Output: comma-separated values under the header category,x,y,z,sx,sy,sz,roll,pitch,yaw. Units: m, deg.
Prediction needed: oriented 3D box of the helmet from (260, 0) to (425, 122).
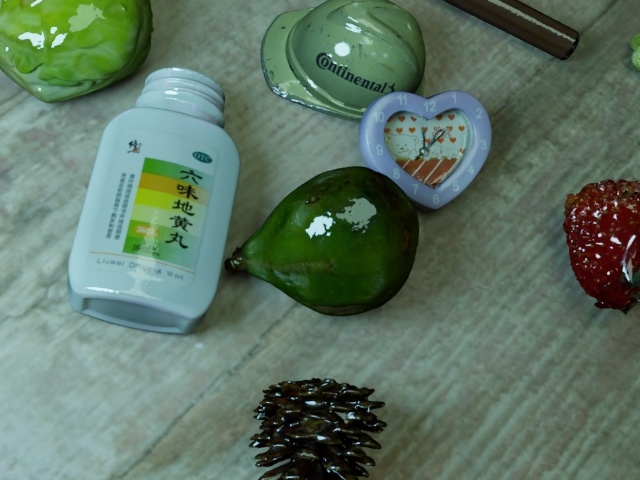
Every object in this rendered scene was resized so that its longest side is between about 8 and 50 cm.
category,x,y,z,sx,sy,sz,roll,pitch,yaw
helmet,0.052,-0.289,1.234,0.258,0.137,0.204,8,66,-13

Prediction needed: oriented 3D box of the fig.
category,x,y,z,sx,sy,sz,roll,pitch,yaw
fig,0.000,0.000,1.080,0.245,0.195,0.195,-1,65,14

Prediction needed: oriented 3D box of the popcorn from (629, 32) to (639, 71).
category,x,y,z,sx,sy,sz,roll,pitch,yaw
popcorn,0.556,-0.320,1.443,0.068,0.059,0.083,-16,65,-22

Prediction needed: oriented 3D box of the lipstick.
category,x,y,z,sx,sy,sz,roll,pitch,yaw
lipstick,0.257,-0.394,1.386,0.357,0.057,0.057,25,63,-6

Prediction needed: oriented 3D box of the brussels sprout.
category,x,y,z,sx,sy,sz,roll,pitch,yaw
brussels sprout,-0.326,-0.291,1.107,0.223,0.161,0.223,6,73,-19

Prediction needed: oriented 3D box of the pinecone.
category,x,y,z,sx,sy,sz,roll,pitch,yaw
pinecone,-0.006,0.242,0.987,0.163,0.163,0.165,9,78,-13

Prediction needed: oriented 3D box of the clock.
category,x,y,z,sx,sy,sz,roll,pitch,yaw
clock,0.149,-0.128,1.231,0.198,0.064,0.172,-6,93,-18

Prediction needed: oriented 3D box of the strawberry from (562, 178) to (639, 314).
category,x,y,z,sx,sy,sz,roll,pitch,yaw
strawberry,0.434,-0.002,1.221,0.184,0.187,0.201,23,23,-50

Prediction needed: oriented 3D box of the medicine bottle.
category,x,y,z,sx,sy,sz,roll,pitch,yaw
medicine bottle,-0.200,-0.056,1.071,0.179,0.124,0.324,13,63,-10
